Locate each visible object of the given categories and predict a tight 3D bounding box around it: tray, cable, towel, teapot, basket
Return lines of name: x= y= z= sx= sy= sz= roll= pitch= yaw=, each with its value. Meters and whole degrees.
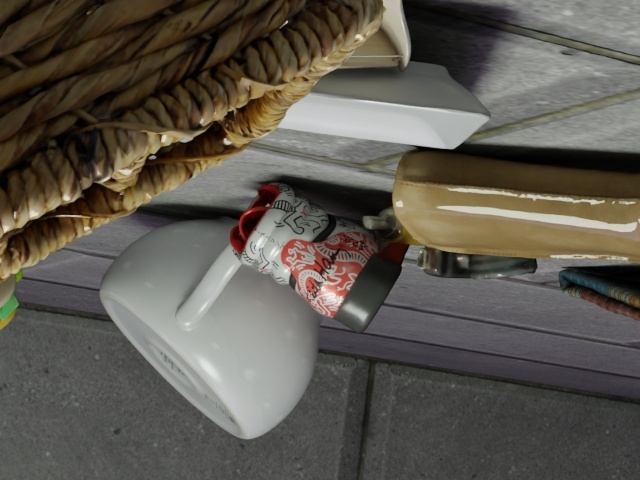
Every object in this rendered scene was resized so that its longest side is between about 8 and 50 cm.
tray: x=0.019 y=-0.084 z=1.022 sx=0.145 sy=0.030 sz=0.270 roll=7 pitch=179 yaw=0
cable: x=0.157 y=-0.002 z=1.557 sx=0.139 sy=0.072 sz=0.287 roll=5 pitch=-177 yaw=27
towel: x=0.464 y=0.099 z=1.779 sx=0.370 sy=0.040 sz=0.271 roll=11 pitch=-174 yaw=-26
teapot: x=-0.087 y=0.062 z=1.737 sx=0.256 sy=0.187 sz=0.252 roll=27 pitch=157 yaw=53
basket: x=-0.136 y=-0.040 z=0.732 sx=0.223 sy=0.213 sz=0.299 roll=29 pitch=168 yaw=-10

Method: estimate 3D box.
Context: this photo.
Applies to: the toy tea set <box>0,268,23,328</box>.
toy tea set: x=-0.390 y=0.090 z=1.642 sx=0.200 sy=0.336 sz=0.124 roll=30 pitch=147 yaw=34

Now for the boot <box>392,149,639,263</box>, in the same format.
boot: x=0.220 y=-0.011 z=1.300 sx=0.269 sy=0.089 sz=0.236 roll=3 pitch=161 yaw=26

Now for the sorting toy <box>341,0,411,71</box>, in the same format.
sorting toy: x=0.008 y=-0.118 z=0.867 sx=0.083 sy=0.045 sz=0.075 roll=-2 pitch=163 yaw=-11

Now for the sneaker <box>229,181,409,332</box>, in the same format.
sneaker: x=0.001 y=-0.001 z=1.567 sx=0.145 sy=0.090 sz=0.270 roll=33 pitch=-171 yaw=-1
